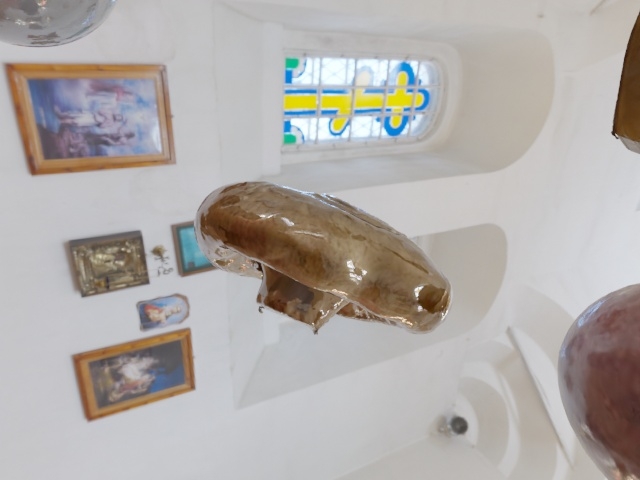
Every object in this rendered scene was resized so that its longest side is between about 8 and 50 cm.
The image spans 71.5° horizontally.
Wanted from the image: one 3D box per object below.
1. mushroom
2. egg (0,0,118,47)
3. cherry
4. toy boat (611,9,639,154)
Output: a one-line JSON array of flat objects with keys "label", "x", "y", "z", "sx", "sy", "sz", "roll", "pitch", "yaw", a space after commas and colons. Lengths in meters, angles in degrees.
[{"label": "mushroom", "x": -0.001, "y": 0.023, "z": 0.477, "sx": 0.278, "sy": 0.278, "sz": 0.145, "roll": -4, "pitch": -119, "yaw": 63}, {"label": "egg", "x": -0.255, "y": -0.254, "z": 0.367, "sx": 0.232, "sy": 0.176, "sz": 0.176, "roll": 41, "pitch": -47, "yaw": 54}, {"label": "cherry", "x": 0.369, "y": 0.170, "z": 0.411, "sx": 0.261, "sy": 0.221, "sz": 0.307, "roll": 42, "pitch": 4, "yaw": -13}, {"label": "toy boat", "x": 0.349, "y": -0.183, "z": 0.435, "sx": 0.064, "sy": 0.072, "sz": 0.206, "roll": -123, "pitch": -156, "yaw": -54}]
